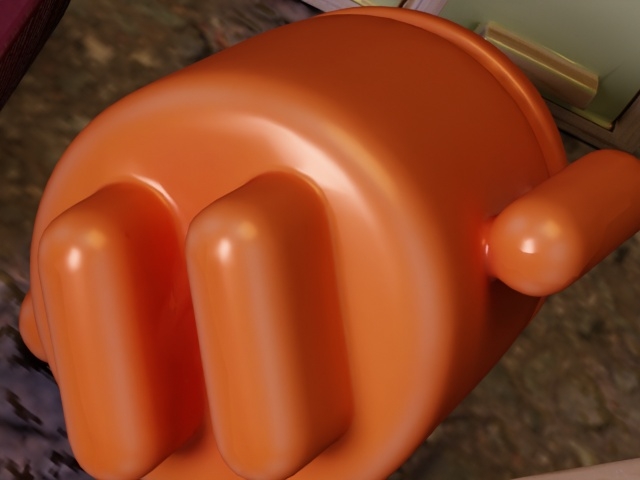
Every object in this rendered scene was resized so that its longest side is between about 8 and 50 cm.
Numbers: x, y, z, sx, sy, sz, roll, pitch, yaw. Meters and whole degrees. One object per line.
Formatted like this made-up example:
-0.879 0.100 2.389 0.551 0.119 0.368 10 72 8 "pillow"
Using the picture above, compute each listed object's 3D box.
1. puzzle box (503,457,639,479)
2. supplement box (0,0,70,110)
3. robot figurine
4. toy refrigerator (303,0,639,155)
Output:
0.077 0.250 0.477 0.272 0.052 0.409 -6 58 -32 "puzzle box"
-0.145 -0.066 0.588 0.104 0.081 0.188 29 46 -5 "supplement box"
-0.002 0.000 0.567 0.128 0.158 0.219 47 27 5 "robot figurine"
0.029 -0.142 0.734 0.269 0.102 0.094 25 46 -10 "toy refrigerator"
